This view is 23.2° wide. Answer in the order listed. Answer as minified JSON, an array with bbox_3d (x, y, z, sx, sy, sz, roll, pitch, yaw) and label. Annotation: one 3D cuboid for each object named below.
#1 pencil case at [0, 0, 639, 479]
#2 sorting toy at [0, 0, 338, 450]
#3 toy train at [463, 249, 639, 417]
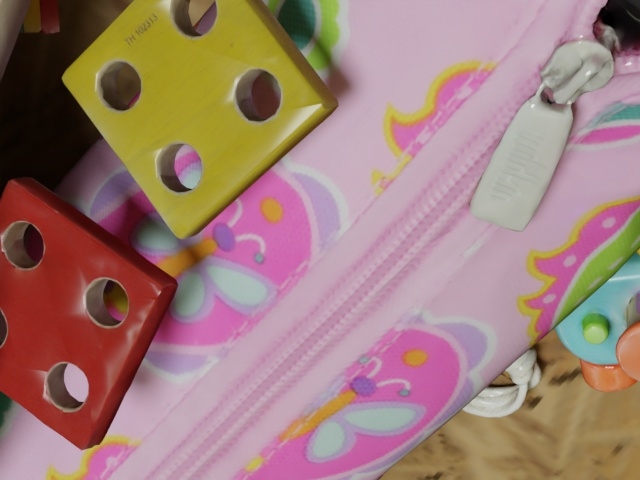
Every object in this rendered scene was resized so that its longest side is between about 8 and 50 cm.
[{"bbox_3d":[0.000,0.000,0.399,0.124,0.124,0.284,36,120,-13],"label":"pencil case"},{"bbox_3d":[-0.115,-0.067,0.389,0.274,0.046,0.132,31,109,19],"label":"sorting toy"},{"bbox_3d":[0.123,0.058,0.457,0.166,0.046,0.125,26,121,-8],"label":"toy train"}]
